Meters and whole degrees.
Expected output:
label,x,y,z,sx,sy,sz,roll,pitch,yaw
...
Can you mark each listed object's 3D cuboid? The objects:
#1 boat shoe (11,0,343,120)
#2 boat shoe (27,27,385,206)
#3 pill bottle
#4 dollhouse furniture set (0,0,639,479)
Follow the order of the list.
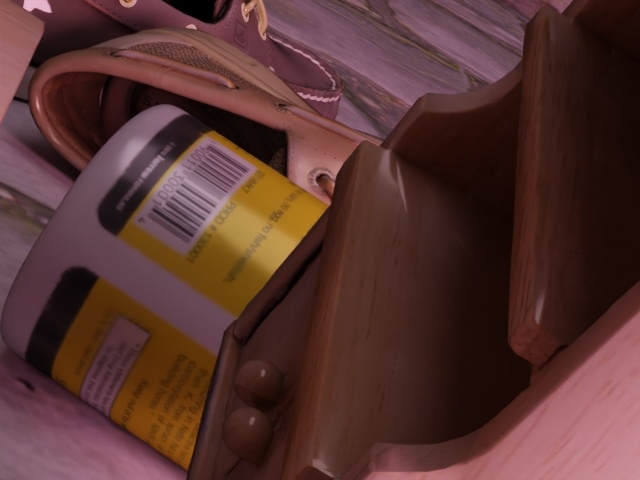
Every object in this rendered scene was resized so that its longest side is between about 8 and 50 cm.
label,x,y,z,sx,sy,sz,roll,pitch,yaw
boat shoe,-0.090,-0.127,1.006,0.324,0.096,0.116,11,27,-47
boat shoe,0.000,0.000,0.815,0.341,0.121,0.110,29,20,24
pill bottle,-0.009,0.049,0.651,0.208,0.119,0.119,34,18,4
dollhouse furniture set,-0.088,-0.054,0.402,0.394,0.256,0.362,29,38,-15
